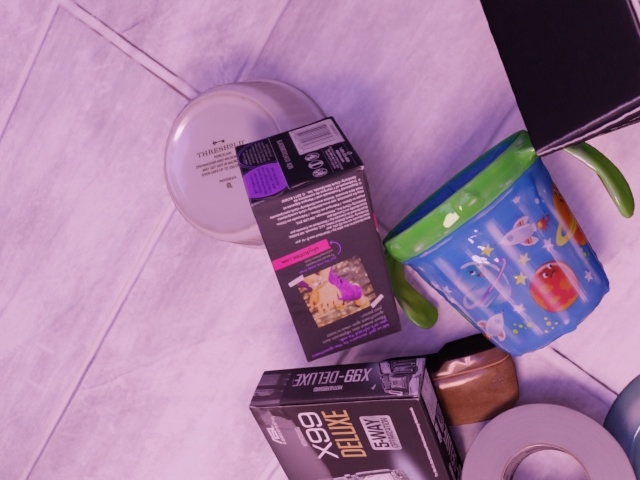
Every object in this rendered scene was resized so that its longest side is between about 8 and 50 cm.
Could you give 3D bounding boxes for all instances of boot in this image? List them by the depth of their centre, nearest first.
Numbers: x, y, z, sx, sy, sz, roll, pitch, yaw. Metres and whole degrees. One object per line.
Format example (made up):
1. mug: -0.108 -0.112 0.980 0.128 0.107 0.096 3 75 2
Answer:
1. boot: 0.137 0.229 0.987 0.305 0.112 0.115 -17 99 20

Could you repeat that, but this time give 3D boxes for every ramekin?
1. ramekin: -0.117 -0.117 1.037 0.272 0.127 0.273 2 97 22

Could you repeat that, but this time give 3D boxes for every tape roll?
1. tape roll: 0.301 0.330 0.884 0.219 0.072 0.219 -11 66 24

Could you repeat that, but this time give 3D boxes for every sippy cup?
1. sippy cup: 0.237 0.016 0.868 0.240 0.305 0.224 -39 91 -15

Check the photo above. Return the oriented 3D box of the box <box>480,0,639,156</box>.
1. box: 0.385 -0.394 0.633 0.471 0.297 0.480 -19 88 -2

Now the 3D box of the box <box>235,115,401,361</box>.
1. box: 0.000 0.000 0.901 0.143 0.165 0.270 -18 126 -3

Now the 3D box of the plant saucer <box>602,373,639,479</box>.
1. plant saucer: 0.530 0.299 0.864 0.317 0.043 0.318 2 96 21

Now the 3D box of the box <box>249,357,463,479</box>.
1. box: 0.069 0.309 0.959 0.242 0.076 0.307 -9 122 22
